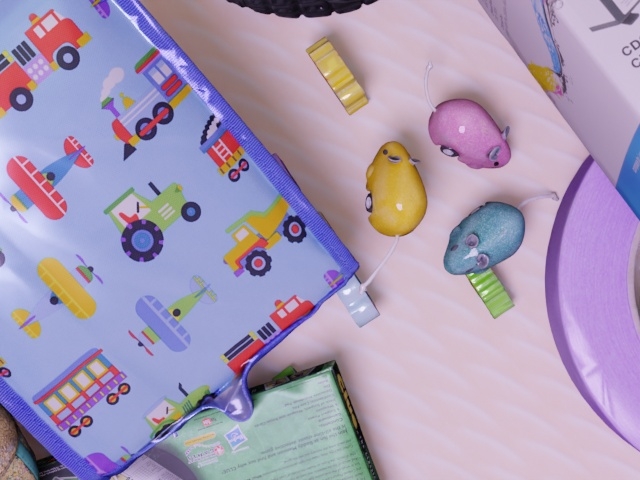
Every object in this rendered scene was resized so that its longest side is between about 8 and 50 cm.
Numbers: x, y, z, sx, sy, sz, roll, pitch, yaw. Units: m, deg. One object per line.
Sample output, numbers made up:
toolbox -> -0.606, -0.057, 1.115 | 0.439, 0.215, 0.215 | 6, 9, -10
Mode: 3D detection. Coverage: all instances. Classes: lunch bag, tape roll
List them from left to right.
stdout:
lunch bag -> -0.134, -0.003, 0.838 | 0.221, 0.138, 0.293 | -40, 95, -3
tape roll -> 0.286, 0.026, 0.875 | 0.275, 0.090, 0.274 | 0, 89, 3

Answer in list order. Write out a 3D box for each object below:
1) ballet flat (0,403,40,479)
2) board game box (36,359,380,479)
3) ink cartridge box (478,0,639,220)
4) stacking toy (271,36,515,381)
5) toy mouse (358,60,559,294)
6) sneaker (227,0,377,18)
ballet flat -> -0.337, 0.163, 0.892 | 0.349, 0.123, 0.123 | -9, 88, 21
board game box -> -0.089, 0.183, 0.903 | 0.260, 0.030, 0.136 | -19, 93, 8
ink cartridge box -> 0.200, -0.146, 0.764 | 0.171, 0.168, 0.232 | -35, 78, 1
stacking toy -> 0.000, 0.000, 0.912 | 0.167, 0.052, 0.221 | -35, 87, 2
toy mouse -> 0.100, -0.037, 0.889 | 0.143, 0.031, 0.161 | 8, 77, -20
sneaker -> 0.050, -0.243, 0.900 | 0.286, 0.109, 0.130 | -25, 81, -7
